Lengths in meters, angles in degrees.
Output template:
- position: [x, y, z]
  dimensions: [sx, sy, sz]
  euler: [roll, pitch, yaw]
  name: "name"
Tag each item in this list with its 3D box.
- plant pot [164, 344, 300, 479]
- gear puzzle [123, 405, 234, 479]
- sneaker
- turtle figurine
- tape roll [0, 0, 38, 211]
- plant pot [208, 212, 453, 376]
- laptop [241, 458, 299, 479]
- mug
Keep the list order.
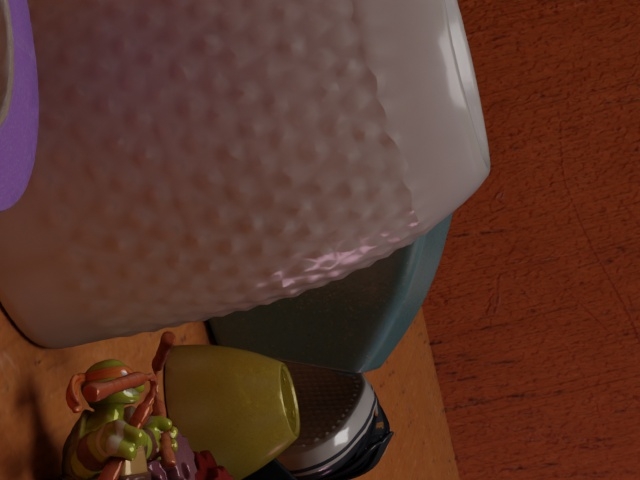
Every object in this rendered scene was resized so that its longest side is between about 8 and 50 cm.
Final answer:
- position: [-0.072, 0.150, 1.694]
  dimensions: [0.134, 0.095, 0.134]
  euler: [-11, 90, -82]
  name: "plant pot"
- position: [-0.057, 0.268, 1.577]
  dimensions: [0.339, 0.044, 0.175]
  euler: [48, 27, -51]
  name: "gear puzzle"
- position: [0.014, 0.207, 2.060]
  dimensions: [0.321, 0.126, 0.127]
  euler: [-77, 148, -73]
  name: "sneaker"
- position: [-0.139, 0.171, 1.278]
  dimensions: [0.269, 0.087, 0.217]
  euler: [71, 15, -87]
  name: "turtle figurine"
- position: [-0.242, -0.141, 1.042]
  dimensions: [0.275, 0.090, 0.274]
  euler: [-11, 90, -81]
  name: "tape roll"
- position: [0.000, 0.000, 1.911]
  dimensions: [0.247, 0.248, 0.252]
  euler: [12, 86, -81]
  name: "plant pot"
- position: [-0.036, 0.451, 1.779]
  dimensions: [0.382, 0.236, 0.408]
  euler: [-83, -172, -63]
  name: "laptop"
- position: [-0.069, -0.137, 1.336]
  dimensions: [0.276, 0.328, 0.374]
  euler: [-9, 87, -81]
  name: "mug"
